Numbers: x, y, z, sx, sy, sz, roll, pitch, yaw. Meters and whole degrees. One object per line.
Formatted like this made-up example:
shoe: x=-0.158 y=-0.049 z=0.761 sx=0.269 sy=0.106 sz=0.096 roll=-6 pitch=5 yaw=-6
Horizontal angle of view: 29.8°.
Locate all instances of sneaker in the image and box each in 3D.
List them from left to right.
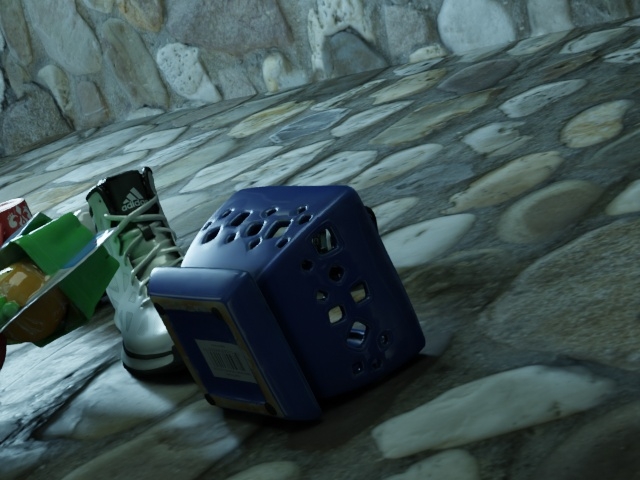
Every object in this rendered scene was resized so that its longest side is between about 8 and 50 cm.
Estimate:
sneaker: x=-0.266 y=0.034 z=1.787 sx=0.169 sy=0.257 sz=0.447 roll=-23 pitch=17 yaw=-16

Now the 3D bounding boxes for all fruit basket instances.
fruit basket: x=-0.467 y=0.112 z=1.693 sx=0.353 sy=0.165 sz=0.327 roll=-40 pitch=8 yaw=-32

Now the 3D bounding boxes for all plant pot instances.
plant pot: x=-0.053 y=0.083 z=1.453 sx=0.212 sy=0.236 sz=0.236 roll=-38 pitch=23 yaw=-32

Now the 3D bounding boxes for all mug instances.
mug: x=-0.601 y=0.012 z=2.404 sx=0.113 sy=0.169 sz=0.150 roll=-21 pitch=16 yaw=-11

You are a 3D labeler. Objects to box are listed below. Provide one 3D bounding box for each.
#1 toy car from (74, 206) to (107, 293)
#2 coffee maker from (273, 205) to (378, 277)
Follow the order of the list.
toy car: x=-0.393 y=0.040 z=2.128 sx=0.136 sy=0.159 sz=0.182 roll=20 pitch=64 yaw=3
coffee maker: x=0.000 y=0.000 z=1.852 sx=0.178 sy=0.120 sz=0.171 roll=-7 pitch=19 yaw=34
